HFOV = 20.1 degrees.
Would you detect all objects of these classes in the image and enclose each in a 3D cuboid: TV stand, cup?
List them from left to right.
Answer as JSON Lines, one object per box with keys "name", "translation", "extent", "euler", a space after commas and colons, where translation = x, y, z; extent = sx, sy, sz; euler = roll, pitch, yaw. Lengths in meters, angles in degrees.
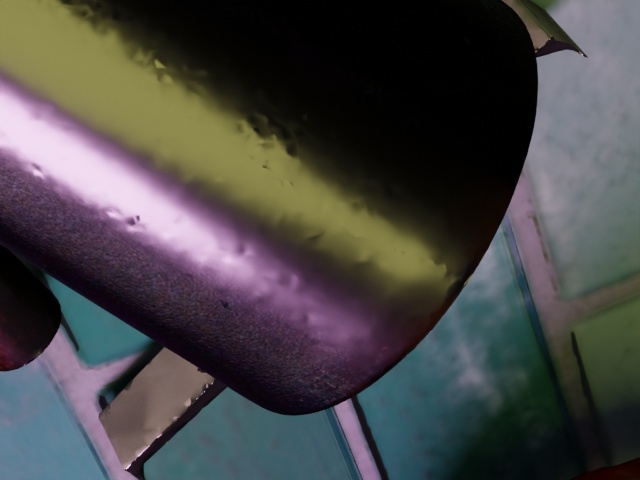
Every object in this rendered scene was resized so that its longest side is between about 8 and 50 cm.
{"name": "cup", "translation": [-0.069, -0.024, 0.611], "extent": [0.177, 0.166, 0.239], "euler": [29, 109, -28]}
{"name": "TV stand", "translation": [0.000, 0.000, 0.717], "extent": [0.249, 0.036, 0.042], "euler": [-45, 142, 14]}

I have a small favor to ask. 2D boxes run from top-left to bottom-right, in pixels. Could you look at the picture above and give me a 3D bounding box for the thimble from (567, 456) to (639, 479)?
{"name": "thimble", "translation": [0.165, 0.279, 0.761], "extent": [0.350, 0.230, 0.350], "euler": [2, 111, 6]}
